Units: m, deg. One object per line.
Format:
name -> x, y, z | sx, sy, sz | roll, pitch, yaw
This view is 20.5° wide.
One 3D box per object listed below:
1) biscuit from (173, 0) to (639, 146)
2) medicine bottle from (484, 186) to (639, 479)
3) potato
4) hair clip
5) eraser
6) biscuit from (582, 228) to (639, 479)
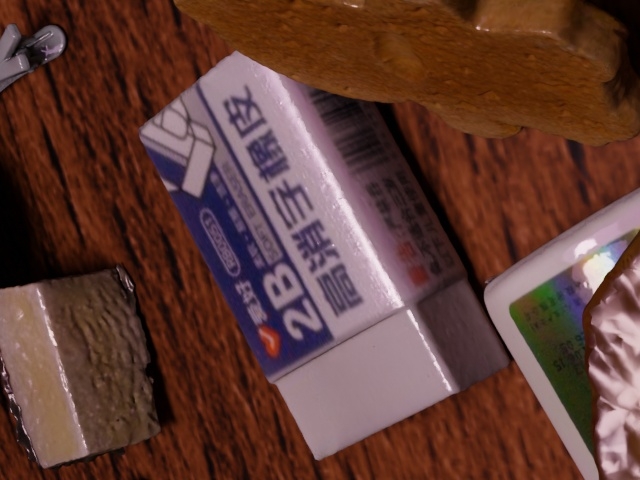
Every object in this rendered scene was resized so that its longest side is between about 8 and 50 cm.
biscuit -> 0.040, -0.097, 0.822 | 0.225, 0.166, 0.036 | 12, 75, 25
medicine bottle -> 0.174, 0.086, 0.811 | 0.115, 0.078, 0.219 | -35, 80, 34
potato -> -0.150, 0.079, 1.101 | 0.061, 0.086, 0.122 | -21, 85, 47
hair clip -> -0.196, -0.106, 1.118 | 0.115, 0.039, 0.030 | -25, 79, 56
eraser -> 0.000, 0.000, 0.947 | 0.124, 0.068, 0.210 | -32, 84, 43
biscuit -> 0.268, 0.080, 0.687 | 0.359, 0.046, 0.359 | 2, 93, 30
